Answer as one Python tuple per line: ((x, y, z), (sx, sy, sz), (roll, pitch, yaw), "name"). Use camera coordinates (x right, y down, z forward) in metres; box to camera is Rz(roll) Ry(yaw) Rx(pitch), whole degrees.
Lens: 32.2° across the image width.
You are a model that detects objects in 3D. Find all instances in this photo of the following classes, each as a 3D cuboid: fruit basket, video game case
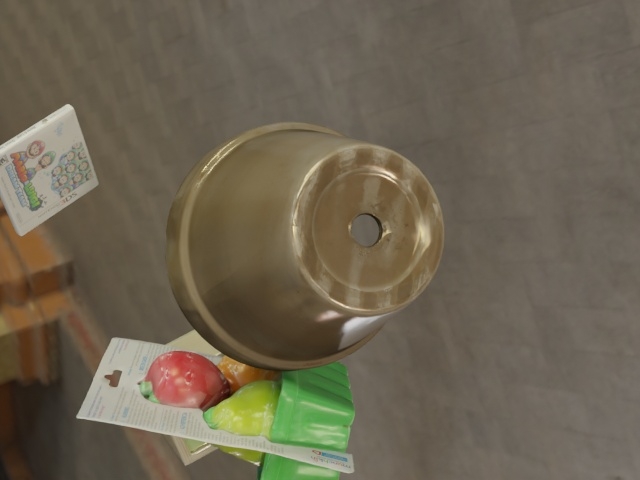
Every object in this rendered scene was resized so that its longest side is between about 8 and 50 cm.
((-0.135, 0.226, 1.523), (0.327, 0.352, 0.166), (-104, 21, -77), "fruit basket")
((-0.394, -0.099, 1.581), (0.019, 0.143, 0.157), (37, 152, 32), "video game case")

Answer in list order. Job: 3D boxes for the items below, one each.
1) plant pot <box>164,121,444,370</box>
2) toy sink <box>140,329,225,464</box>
((0.000, 0.000, 1.334), (0.280, 0.323, 0.323), (-11, 98, 68), "plant pot")
((-0.159, 0.228, 1.798), (0.131, 0.234, 0.153), (31, 144, 61), "toy sink")
